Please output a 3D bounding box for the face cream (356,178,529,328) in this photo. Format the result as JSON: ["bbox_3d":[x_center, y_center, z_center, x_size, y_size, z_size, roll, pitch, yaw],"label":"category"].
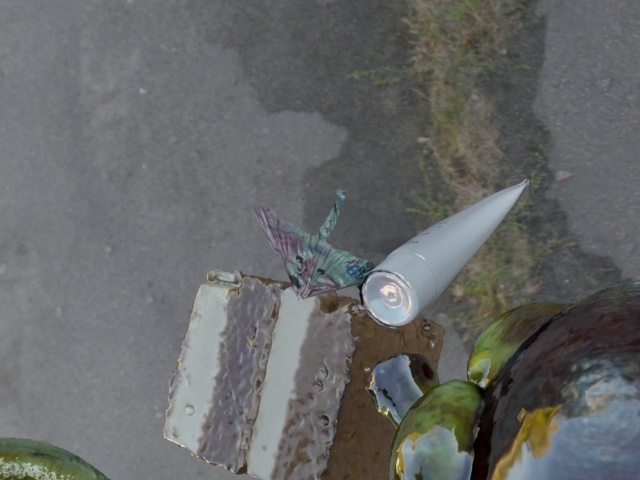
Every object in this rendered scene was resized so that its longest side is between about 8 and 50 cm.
[{"bbox_3d":[0.123,0.004,0.822,0.092,0.243,0.058,-33,92,41],"label":"face cream"}]

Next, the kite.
[{"bbox_3d":[0.000,0.000,0.787,0.139,0.157,0.011,31,132,-7],"label":"kite"}]

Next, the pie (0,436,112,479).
[{"bbox_3d":[-0.298,0.323,0.798,0.078,0.277,0.277,136,116,-68],"label":"pie"}]

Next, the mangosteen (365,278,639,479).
[{"bbox_3d":[0.193,0.174,0.499,0.330,0.330,0.330,3,95,36],"label":"mangosteen"}]

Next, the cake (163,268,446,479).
[{"bbox_3d":[-0.022,0.195,1.169,0.290,0.255,0.282,8,82,34],"label":"cake"}]
